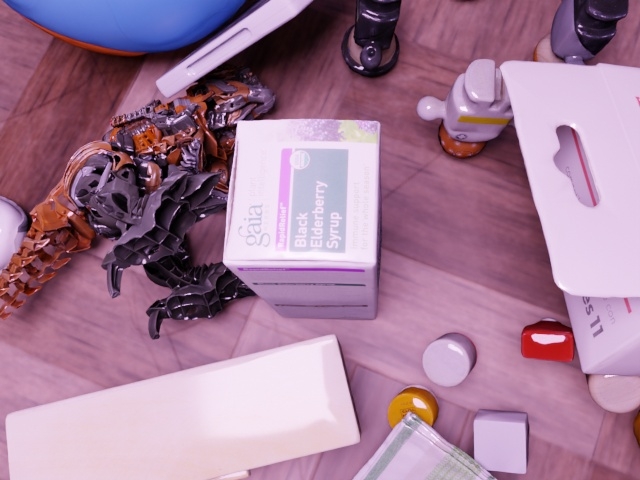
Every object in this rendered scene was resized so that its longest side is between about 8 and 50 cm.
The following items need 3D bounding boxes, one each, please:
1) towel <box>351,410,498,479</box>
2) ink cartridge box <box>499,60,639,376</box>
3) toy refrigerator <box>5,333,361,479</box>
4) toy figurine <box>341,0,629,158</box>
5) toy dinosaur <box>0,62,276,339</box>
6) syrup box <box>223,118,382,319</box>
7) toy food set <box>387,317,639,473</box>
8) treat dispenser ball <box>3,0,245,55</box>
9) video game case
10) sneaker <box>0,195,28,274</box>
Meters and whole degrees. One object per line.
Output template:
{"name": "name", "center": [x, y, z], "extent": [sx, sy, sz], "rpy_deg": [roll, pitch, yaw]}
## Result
{"name": "towel", "center": [0.105, 0.220, 0.491], "extent": [0.152, 0.023, 0.113], "rpy_deg": [36, 120, 10]}
{"name": "ink cartridge box", "center": [0.295, -0.010, 0.450], "extent": [0.353, 0.119, 0.207], "rpy_deg": [5, 58, -8]}
{"name": "toy refrigerator", "center": [-0.104, 0.159, 0.505], "extent": [0.269, 0.102, 0.094], "rpy_deg": [-13, 75, 0]}
{"name": "toy figurine", "center": [0.144, -0.199, 0.564], "extent": [0.213, 0.148, 0.209], "rpy_deg": [-42, 82, -9]}
{"name": "toy dinosaur", "center": [-0.163, -0.032, 0.558], "extent": [0.218, 0.164, 0.322], "rpy_deg": [41, 97, 34]}
{"name": "syrup box", "center": [0.000, 0.000, 0.468], "extent": [0.096, 0.237, 0.093], "rpy_deg": [1, 75, 5]}
{"name": "toy food set", "center": [0.181, 0.126, 0.513], "extent": [0.232, 0.104, 0.111], "rpy_deg": [-3, 89, 22]}
{"name": "treat dispenser ball", "center": [-0.181, -0.314, 0.537], "extent": [0.287, 0.288, 0.289], "rpy_deg": [-1, 75, 4]}
{"name": "video game case", "center": [-0.043, -0.210, 0.540], "extent": [0.022, 0.173, 0.190], "rpy_deg": [54, 46, -22]}
{"name": "sneaker", "center": [-0.427, -0.020, 0.562], "extent": [0.296, 0.129, 0.111], "rpy_deg": [6, 74, 4]}
